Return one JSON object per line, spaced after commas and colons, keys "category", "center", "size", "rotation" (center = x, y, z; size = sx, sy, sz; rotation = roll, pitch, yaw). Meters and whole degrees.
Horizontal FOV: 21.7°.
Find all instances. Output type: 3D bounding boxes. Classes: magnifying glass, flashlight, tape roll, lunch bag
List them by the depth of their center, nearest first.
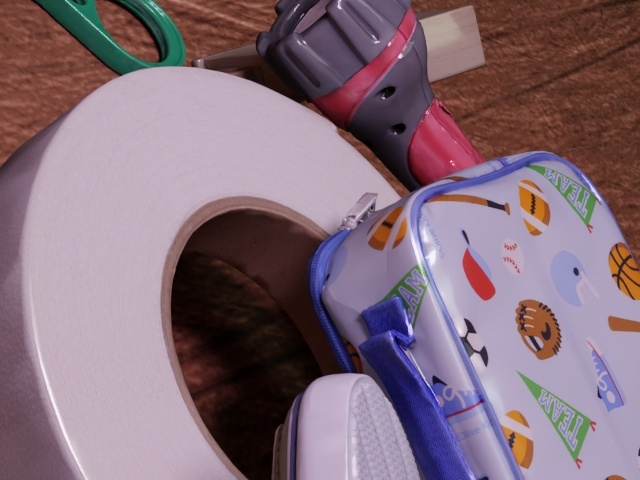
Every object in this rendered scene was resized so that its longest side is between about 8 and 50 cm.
{"category": "tape roll", "center": [-0.036, 0.081, 0.984], "size": [0.392, 0.072, 0.392], "rotation": [28, 47, -35]}
{"category": "lunch bag", "center": [0.119, 0.094, 1.006], "size": [0.243, 0.115, 0.303], "rotation": [-21, 84, -52]}
{"category": "flashlight", "center": [0.091, -0.061, 1.145], "size": [0.304, 0.103, 0.103], "rotation": [44, 16, -21]}
{"category": "magnifying glass", "center": [-0.198, -0.187, 1.267], "size": [0.231, 0.026, 0.092], "rotation": [28, 37, -36]}

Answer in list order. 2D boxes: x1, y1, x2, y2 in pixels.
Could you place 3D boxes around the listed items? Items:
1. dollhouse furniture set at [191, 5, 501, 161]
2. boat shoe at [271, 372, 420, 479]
{"category": "dollhouse furniture set", "center": [0.000, 0.000, 1.274], "size": [0.286, 0.198, 0.303], "rotation": [-19, 102, -30]}
{"category": "boat shoe", "center": [0.003, 0.216, 0.804], "size": [0.109, 0.094, 0.302], "rotation": [-5, 89, -68]}
